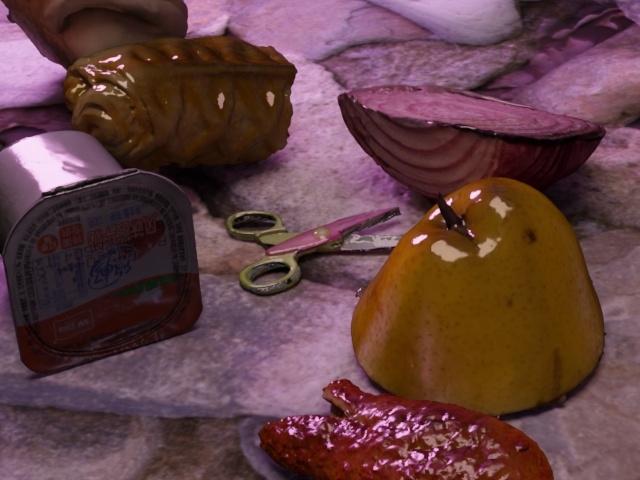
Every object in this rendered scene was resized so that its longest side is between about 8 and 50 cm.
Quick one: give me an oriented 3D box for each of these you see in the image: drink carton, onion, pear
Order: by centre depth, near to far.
[{"bbox_3d":[0.157,0.027,1.527,0.267,0.178,0.267,2,39,-2],"label":"pear"},{"bbox_3d":[-0.232,-0.012,1.586,0.185,0.191,0.189,-15,32,-16],"label":"drink carton"},{"bbox_3d":[0.169,-0.094,1.760,0.250,0.111,0.247,18,16,39],"label":"onion"}]

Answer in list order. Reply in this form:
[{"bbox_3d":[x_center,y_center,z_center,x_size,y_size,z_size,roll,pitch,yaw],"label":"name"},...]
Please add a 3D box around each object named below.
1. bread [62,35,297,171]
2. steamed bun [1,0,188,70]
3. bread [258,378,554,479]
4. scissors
[{"bbox_3d":[-0.154,-0.148,1.759,0.268,0.130,0.152,-8,49,-46],"label":"bread"},{"bbox_3d":[-0.248,-0.299,1.876,0.207,0.268,0.280,-44,42,-7],"label":"steamed bun"},{"bbox_3d":[0.071,0.177,1.388,0.269,0.095,0.139,22,34,34],"label":"bread"},{"bbox_3d":[0.000,0.000,1.693,0.187,0.020,0.133,-10,40,-9],"label":"scissors"}]
